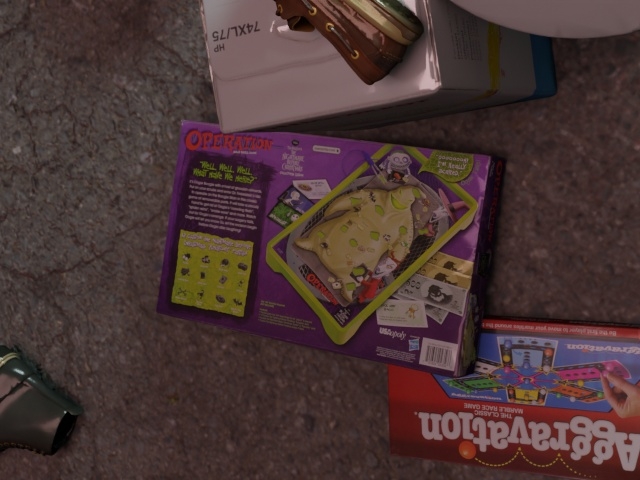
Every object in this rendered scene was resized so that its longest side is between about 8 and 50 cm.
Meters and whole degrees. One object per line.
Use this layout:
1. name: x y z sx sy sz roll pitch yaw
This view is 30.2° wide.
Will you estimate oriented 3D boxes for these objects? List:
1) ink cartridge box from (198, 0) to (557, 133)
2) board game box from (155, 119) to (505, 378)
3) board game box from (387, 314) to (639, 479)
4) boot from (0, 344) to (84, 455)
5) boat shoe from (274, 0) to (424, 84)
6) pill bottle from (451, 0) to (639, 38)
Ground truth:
1. ink cartridge box: 0.052 -0.201 1.000 0.198 0.270 0.197 -7 92 29
2. board game box: 0.000 0.000 1.167 0.347 0.056 0.208 10 97 29
3. board game box: 0.193 0.144 1.104 0.281 0.027 0.145 1 98 29
4. boot: -0.373 0.243 1.412 0.137 0.077 0.198 32 111 17
5. boat shoe: -0.010 -0.178 0.845 0.178 0.064 0.060 41 110 16
6. pill bottle: 0.196 -0.360 0.843 0.224 0.224 0.392 4 70 29
